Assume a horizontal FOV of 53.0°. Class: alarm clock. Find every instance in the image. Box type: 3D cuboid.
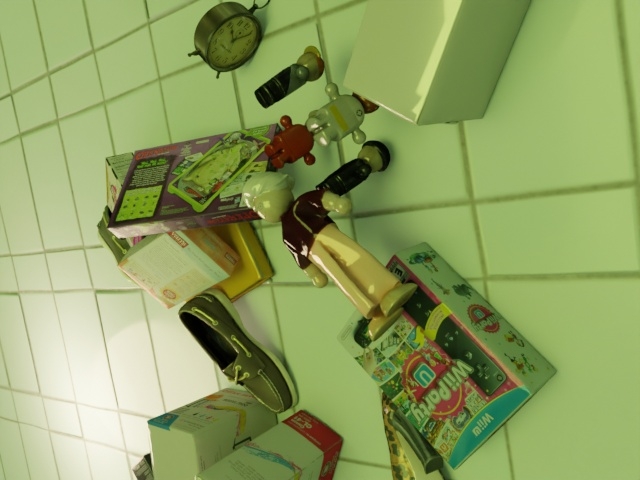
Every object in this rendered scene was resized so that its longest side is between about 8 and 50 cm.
[{"bbox_3d":[-0.167,-0.409,1.240,0.192,0.129,0.064,-42,67,9],"label":"alarm clock"}]

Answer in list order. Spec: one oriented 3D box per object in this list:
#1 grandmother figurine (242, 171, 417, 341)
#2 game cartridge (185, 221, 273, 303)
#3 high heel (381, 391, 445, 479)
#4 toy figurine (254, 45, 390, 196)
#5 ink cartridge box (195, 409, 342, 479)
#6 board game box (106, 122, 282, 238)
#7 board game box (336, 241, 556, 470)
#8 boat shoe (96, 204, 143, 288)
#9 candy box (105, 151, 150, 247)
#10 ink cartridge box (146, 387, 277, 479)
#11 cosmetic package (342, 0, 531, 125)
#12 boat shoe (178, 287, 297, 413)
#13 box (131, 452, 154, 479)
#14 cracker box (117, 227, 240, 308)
[{"bbox_3d":[0.000,0.000,1.058,0.342,0.104,0.208,41,129,20],"label":"grandmother figurine"},{"bbox_3d":[-0.262,-0.009,1.466,0.285,0.053,0.323,-33,76,41],"label":"game cartridge"},{"bbox_3d":[0.160,0.408,1.203,0.186,0.093,0.261,-122,27,-49],"label":"high heel"},{"bbox_3d":[0.009,-0.195,1.080,0.213,0.148,0.209,36,152,32],"label":"toy figurine"},{"bbox_3d":[-0.111,0.511,1.284,0.131,0.306,0.226,30,118,32],"label":"ink cartridge box"},{"bbox_3d":[-0.247,-0.116,1.276,0.347,0.056,0.208,-6,59,23],"label":"board game box"},{"bbox_3d":[0.198,0.190,1.081,0.303,0.097,0.224,46,127,22],"label":"board game box"},{"bbox_3d":[-0.461,0.015,1.599,0.305,0.109,0.091,39,128,32],"label":"boat shoe"},{"bbox_3d":[-0.431,-0.072,1.508,0.233,0.071,0.159,53,145,31],"label":"candy box"},{"bbox_3d":[-0.231,0.450,1.423,0.171,0.233,0.168,-1,98,41],"label":"ink cartridge box"},{"bbox_3d":[0.191,-0.357,0.887,0.155,0.197,0.365,36,120,29],"label":"cosmetic package"},{"bbox_3d":[-0.181,0.253,1.391,0.324,0.097,0.116,52,131,3],"label":"boat shoe"},{"bbox_3d":[-0.364,0.594,1.623,0.158,0.156,0.093,56,130,16],"label":"box"},{"bbox_3d":[-0.306,0.045,1.380,0.232,0.067,0.156,-26,117,38],"label":"cracker box"}]
